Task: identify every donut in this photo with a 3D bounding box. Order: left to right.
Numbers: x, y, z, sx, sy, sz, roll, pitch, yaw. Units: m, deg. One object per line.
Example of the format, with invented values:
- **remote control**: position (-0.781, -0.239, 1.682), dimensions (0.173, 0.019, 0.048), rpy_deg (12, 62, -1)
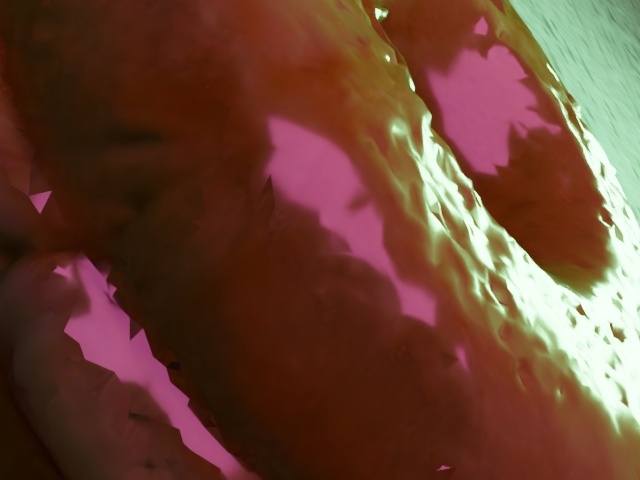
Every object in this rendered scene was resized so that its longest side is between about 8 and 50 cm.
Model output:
- **donut**: position (0.000, 0.000, 0.586), dimensions (0.449, 0.198, 0.449), rpy_deg (43, 26, -26)
